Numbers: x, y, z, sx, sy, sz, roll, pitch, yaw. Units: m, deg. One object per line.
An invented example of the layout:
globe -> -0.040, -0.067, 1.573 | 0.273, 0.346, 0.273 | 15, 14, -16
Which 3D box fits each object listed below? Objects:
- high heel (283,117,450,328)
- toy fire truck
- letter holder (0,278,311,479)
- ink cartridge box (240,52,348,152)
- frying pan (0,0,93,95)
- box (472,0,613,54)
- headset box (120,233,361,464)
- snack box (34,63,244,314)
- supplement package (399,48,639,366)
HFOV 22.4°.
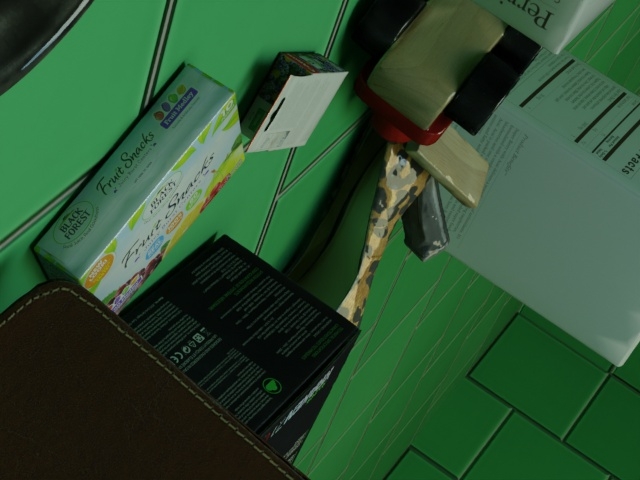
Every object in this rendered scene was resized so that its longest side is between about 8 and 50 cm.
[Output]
high heel -> 0.000, 0.000, 1.384 | 0.261, 0.093, 0.186 | -38, 140, -20
toy fire truck -> 0.122, -0.146, 1.280 | 0.217, 0.158, 0.246 | -52, 179, -19
letter holder -> -0.173, 0.196, 0.886 | 0.302, 0.214, 0.152 | -49, 179, -13
ink cartridge box -> -0.024, -0.093, 1.082 | 0.063, 0.029, 0.115 | -59, 167, 16
frying pan -> -0.144, -0.075, 0.611 | 0.326, 0.053, 0.197 | -60, 168, 27
box -> 0.119, -0.227, 0.918 | 0.182, 0.181, 0.119 | -43, 162, -47
headset box -> -0.125, 0.179, 1.168 | 0.246, 0.131, 0.283 | -41, 162, -49
snack box -> -0.102, -0.024, 0.942 | 0.141, 0.037, 0.100 | -52, 166, -15
supplement package -> 0.238, -0.053, 1.578 | 0.175, 0.293, 0.177 | -40, 161, -52
